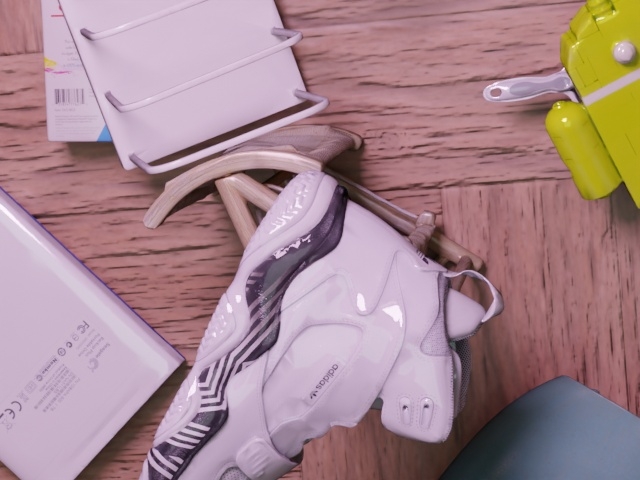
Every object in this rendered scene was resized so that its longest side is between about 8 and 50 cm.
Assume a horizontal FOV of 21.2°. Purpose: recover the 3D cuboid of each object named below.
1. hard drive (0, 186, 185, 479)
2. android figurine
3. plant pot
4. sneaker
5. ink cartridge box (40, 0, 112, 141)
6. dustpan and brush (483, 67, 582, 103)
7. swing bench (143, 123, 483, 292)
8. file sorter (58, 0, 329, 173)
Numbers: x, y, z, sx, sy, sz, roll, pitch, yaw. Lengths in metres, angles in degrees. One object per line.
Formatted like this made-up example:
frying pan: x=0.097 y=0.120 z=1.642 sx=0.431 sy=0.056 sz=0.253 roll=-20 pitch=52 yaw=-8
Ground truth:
hard drive: x=-0.324 y=0.089 z=1.750 sx=0.319 sy=0.040 sz=0.210 roll=43 pitch=103 yaw=1
android figurine: x=0.325 y=-0.140 z=1.550 sx=0.248 sy=0.056 sz=0.272 roll=-26 pitch=114 yaw=7
plant pot: x=0.240 y=0.267 z=1.569 sx=0.293 sy=0.293 sz=0.235 roll=31 pitch=88 yaw=3
sneaker: x=-0.005 y=0.144 z=1.395 sx=0.210 sy=0.137 sz=0.365 roll=27 pitch=100 yaw=7
ink cartridge box: x=-0.214 y=-0.189 z=1.673 sx=0.104 sy=0.061 sz=0.181 roll=0 pitch=100 yaw=8
dustpan and brush: x=0.258 y=-0.153 z=1.597 sx=0.211 sy=0.060 sz=0.147 roll=-7 pitch=98 yaw=11
swing bench: x=0.000 y=0.000 z=1.570 sx=0.165 sy=0.253 sz=0.254 roll=-41 pitch=91 yaw=13
file sorter: x=-0.129 y=-0.216 z=1.551 sx=0.193 sy=0.173 sz=0.277 roll=-22 pitch=104 yaw=-9
